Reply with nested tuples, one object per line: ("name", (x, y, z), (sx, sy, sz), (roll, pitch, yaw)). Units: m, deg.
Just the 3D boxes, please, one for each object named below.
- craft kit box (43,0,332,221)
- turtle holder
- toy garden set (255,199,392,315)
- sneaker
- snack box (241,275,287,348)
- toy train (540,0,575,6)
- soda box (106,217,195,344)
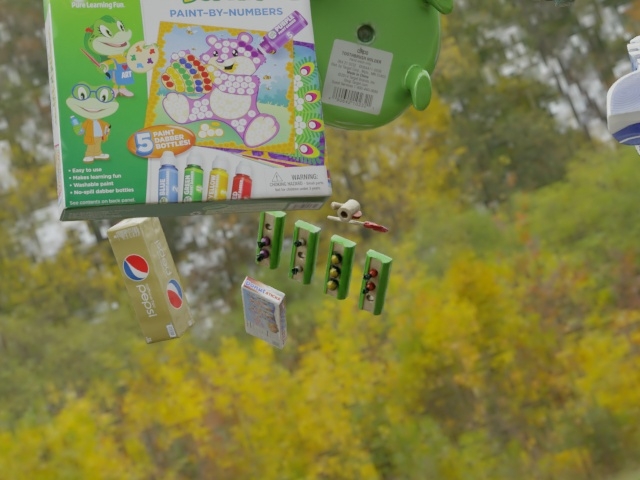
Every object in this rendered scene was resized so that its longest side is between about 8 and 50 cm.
("craft kit box", (-0.125, -0.147, 1.327), (0.250, 0.246, 0.061), (-4, -15, -15))
("turtle holder", (0.026, -0.313, 1.959), (0.243, 0.320, 0.227), (-20, 13, -15))
("toy garden set", (0.000, 0.000, 2.334), (0.049, 0.244, 0.203), (-41, -33, -49))
("sneaker", (0.540, -0.196, 2.239), (0.128, 0.182, 0.315), (-5, 26, 23))
("snack box", (-0.083, 0.110, 2.131), (0.022, 0.064, 0.178), (-59, -12, -22))
("toy train", (0.248, -0.324, 1.340), (0.190, 0.142, 0.334), (-12, -10, 25))
("soda box", (-0.246, 0.054, 2.080), (0.058, 0.181, 0.061), (-12, 14, 23))
